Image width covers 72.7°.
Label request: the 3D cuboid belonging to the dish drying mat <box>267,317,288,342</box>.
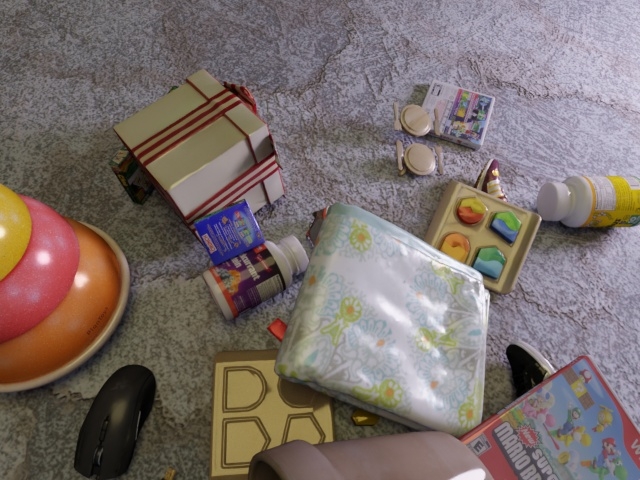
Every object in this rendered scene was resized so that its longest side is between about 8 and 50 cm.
[{"bbox_3d":[-0.065,0.188,0.849,0.083,0.008,0.032,39,66,18],"label":"dish drying mat"}]

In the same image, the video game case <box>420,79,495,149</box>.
[{"bbox_3d":[0.365,-0.346,1.182,0.183,0.023,0.201,20,59,9],"label":"video game case"}]

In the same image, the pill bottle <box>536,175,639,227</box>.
[{"bbox_3d":[0.612,-0.088,0.982,0.208,0.118,0.118,0,59,-3],"label":"pill bottle"}]

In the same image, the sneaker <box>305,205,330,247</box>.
[{"bbox_3d":[0.000,0.000,0.948,0.064,0.061,0.158,-9,55,24],"label":"sneaker"}]

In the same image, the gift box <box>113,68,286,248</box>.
[{"bbox_3d":[-0.215,-0.158,0.918,0.258,0.255,0.276,-40,70,-15],"label":"gift box"}]

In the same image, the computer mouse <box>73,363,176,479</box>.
[{"bbox_3d":[-0.319,0.339,0.716,0.183,0.060,0.262,13,60,6],"label":"computer mouse"}]

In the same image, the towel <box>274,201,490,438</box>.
[{"bbox_3d":[0.136,0.141,0.769,0.374,0.090,0.321,26,59,-14],"label":"towel"}]

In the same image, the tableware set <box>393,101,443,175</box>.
[{"bbox_3d":[0.237,-0.248,1.093,0.128,0.039,0.194,4,74,-16],"label":"tableware set"}]

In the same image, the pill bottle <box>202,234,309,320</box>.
[{"bbox_3d":[-0.123,0.066,0.861,0.193,0.108,0.108,-28,64,-18],"label":"pill bottle"}]

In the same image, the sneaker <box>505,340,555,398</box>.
[{"bbox_3d":[0.367,0.293,0.764,0.121,0.079,0.217,-18,63,-15],"label":"sneaker"}]

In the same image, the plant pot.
[{"bbox_3d":[0.087,0.400,0.585,0.280,0.323,0.323,-11,59,-28],"label":"plant pot"}]

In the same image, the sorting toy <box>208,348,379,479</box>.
[{"bbox_3d":[-0.035,0.303,0.768,0.306,0.041,0.229,0,59,-8],"label":"sorting toy"}]

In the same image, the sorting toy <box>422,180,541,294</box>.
[{"bbox_3d":[0.341,-0.010,0.934,0.208,0.038,0.193,24,82,13],"label":"sorting toy"}]

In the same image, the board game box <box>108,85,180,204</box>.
[{"bbox_3d":[-0.375,-0.221,1.005,0.030,0.136,0.260,16,60,15],"label":"board game box"}]

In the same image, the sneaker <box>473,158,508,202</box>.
[{"bbox_3d":[0.399,-0.106,1.016,0.083,0.070,0.186,22,69,11],"label":"sneaker"}]

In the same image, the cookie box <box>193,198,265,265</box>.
[{"bbox_3d":[-0.175,-0.017,0.834,0.107,0.040,0.092,-25,104,-10],"label":"cookie box"}]

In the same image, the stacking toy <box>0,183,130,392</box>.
[{"bbox_3d":[-0.534,0.006,0.661,0.350,0.480,0.351,1,59,-2],"label":"stacking toy"}]

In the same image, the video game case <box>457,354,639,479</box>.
[{"bbox_3d":[0.381,0.345,0.697,0.285,0.025,0.204,-27,79,-13],"label":"video game case"}]
